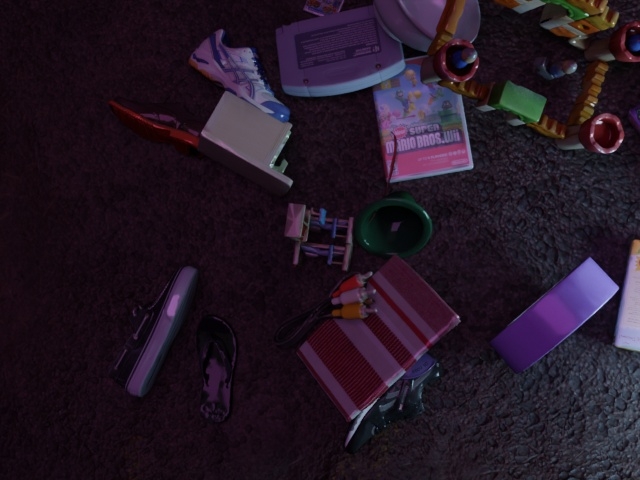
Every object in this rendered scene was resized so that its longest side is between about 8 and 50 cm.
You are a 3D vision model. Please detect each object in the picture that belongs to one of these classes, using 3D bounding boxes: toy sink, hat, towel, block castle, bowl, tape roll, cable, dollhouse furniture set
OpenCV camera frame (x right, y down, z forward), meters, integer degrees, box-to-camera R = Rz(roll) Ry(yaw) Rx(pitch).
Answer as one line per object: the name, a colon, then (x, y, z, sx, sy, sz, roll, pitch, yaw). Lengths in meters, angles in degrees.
toy sink: (-0.150, -0.223, 1.955, 0.234, 0.153, 0.131, 29, 79, -6)
hat: (0.177, -0.090, 1.960, 0.173, 0.183, 0.208, 26, 129, -15)
towel: (0.123, 0.213, 1.881, 0.329, 0.037, 0.237, -44, 50, 3)
block castle: (0.461, -0.394, 1.771, 0.453, 0.213, 0.303, 22, 86, -17)
bowl: (0.214, -0.542, 1.924, 0.134, 0.298, 0.297, -28, 76, 45)
tape roll: (0.481, 0.156, 1.755, 0.275, 0.275, 0.090, -42, 79, 3)
cable: (0.005, 0.148, 1.921, 0.287, 0.072, 0.139, -20, 50, 21)
dollhouse furniture set: (0.000, 0.000, 1.904, 0.129, 0.184, 0.129, 6, 84, 10)

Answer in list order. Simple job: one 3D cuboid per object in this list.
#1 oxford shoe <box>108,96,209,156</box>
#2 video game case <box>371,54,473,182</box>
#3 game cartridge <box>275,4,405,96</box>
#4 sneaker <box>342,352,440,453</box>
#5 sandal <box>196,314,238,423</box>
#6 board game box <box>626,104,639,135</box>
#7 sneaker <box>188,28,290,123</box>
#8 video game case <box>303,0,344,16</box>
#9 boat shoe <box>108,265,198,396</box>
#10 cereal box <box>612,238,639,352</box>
oxford shoe: (-0.385, -0.296, 2.067, 0.271, 0.097, 0.098, 25, 70, 5)
video game case: (0.233, -0.289, 1.981, 0.204, 0.025, 0.285, -9, 81, 9)
game cartridge: (0.046, -0.443, 2.002, 0.294, 0.060, 0.196, -10, 67, 9)
sneaker: (0.161, 0.370, 1.875, 0.124, 0.107, 0.283, 34, 89, 7)
sandal: (-0.242, 0.299, 1.975, 0.097, 0.054, 0.254, -6, 82, 9)
board game box: (0.849, -0.187, 1.824, 0.208, 0.056, 0.346, -31, 72, 6)
sneaker: (-0.175, -0.395, 2.022, 0.296, 0.112, 0.131, 38, 90, 11)
video game case: (0.021, -0.601, 2.063, 0.087, 0.011, 0.122, 23, 87, 11)
boat shoe: (-0.399, 0.199, 1.981, 0.119, 0.121, 0.335, 27, 90, 8)
cereal box: (0.738, 0.130, 1.829, 0.173, 0.047, 0.240, 11, 86, 11)
